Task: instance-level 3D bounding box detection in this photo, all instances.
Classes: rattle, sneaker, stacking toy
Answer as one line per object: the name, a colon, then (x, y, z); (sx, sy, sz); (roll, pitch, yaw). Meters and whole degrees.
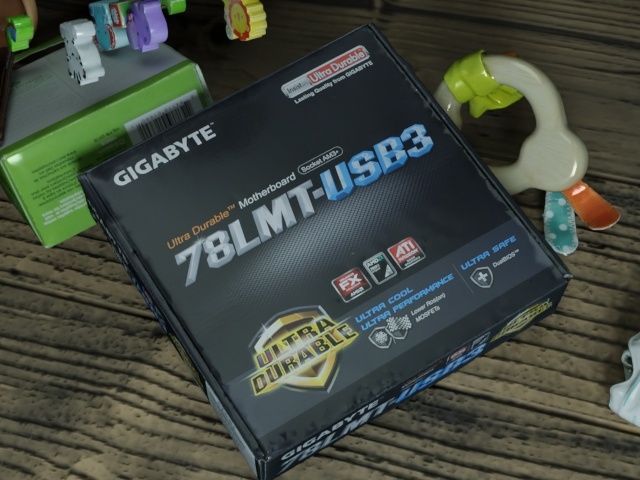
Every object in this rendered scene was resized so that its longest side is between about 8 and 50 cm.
rattle: (0.195, -0.081, 1.187); (0.200, 0.143, 0.130); (37, 96, 14)
sneaker: (0.273, 0.082, 1.032); (0.061, 0.053, 0.152); (19, 57, 24)
stacking toy: (-0.170, -0.188, 1.166); (0.167, 0.052, 0.221); (-19, 19, -27)

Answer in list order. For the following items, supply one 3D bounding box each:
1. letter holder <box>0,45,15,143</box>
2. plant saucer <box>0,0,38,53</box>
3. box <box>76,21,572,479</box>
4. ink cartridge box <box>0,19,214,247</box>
letter holder: (-0.441, -0.131, 1.161); (0.302, 0.152, 0.214); (-23, 30, 6)
plant saucer: (-0.361, -0.264, 1.291); (0.200, 0.200, 0.037); (17, 58, 19)
box: (0.000, 0.000, 1.080); (0.295, 0.073, 0.293); (-28, 69, -15)
ink cartridge box: (-0.224, -0.115, 1.231); (0.189, 0.097, 0.255); (-28, 29, -15)
